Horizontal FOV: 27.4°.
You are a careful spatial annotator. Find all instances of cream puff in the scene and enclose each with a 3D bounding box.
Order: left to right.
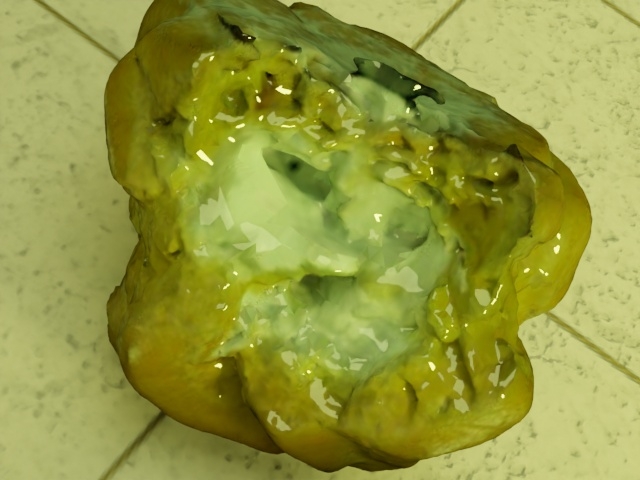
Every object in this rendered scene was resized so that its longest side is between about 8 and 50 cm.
[{"bbox_3d":[-0.005,-0.005,0.852,0.323,0.270,0.274,29,20,1],"label":"cream puff"}]
